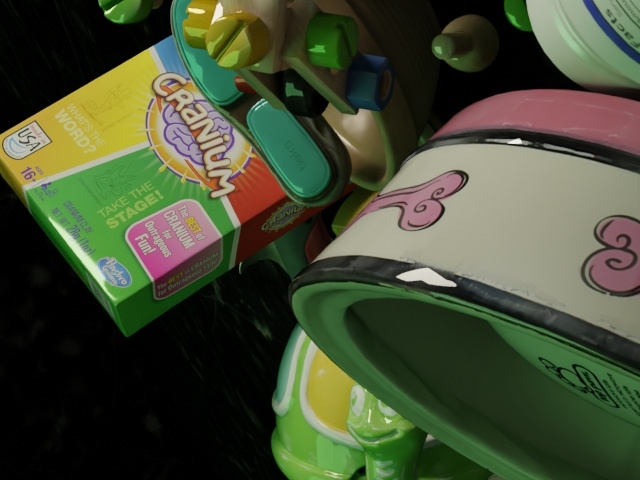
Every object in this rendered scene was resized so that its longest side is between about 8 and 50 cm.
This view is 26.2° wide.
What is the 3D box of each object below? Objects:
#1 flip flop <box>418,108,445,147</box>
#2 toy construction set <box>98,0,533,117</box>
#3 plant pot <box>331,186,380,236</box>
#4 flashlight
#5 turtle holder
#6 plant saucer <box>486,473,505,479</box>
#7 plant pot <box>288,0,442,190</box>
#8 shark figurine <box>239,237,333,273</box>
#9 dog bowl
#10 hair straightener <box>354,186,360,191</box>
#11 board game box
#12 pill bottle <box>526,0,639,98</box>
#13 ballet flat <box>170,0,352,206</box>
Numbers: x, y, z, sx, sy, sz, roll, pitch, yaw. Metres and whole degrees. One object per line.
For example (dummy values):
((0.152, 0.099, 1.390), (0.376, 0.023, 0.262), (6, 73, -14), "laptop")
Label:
((0.111, -0.006, 1.252), (0.277, 0.080, 0.112), (63, 162, -20), "flip flop")
((0.000, -0.172, 0.876), (0.309, 0.257, 0.237), (37, -161, 11), "toy construction set")
((0.062, -0.015, 1.371), (0.081, 0.083, 0.081), (61, 162, -14), "plant pot")
((0.000, 0.000, 1.547), (0.103, 0.103, 0.304), (14, 139, 44), "flashlight")
((0.053, 0.150, 1.349), (0.243, 0.320, 0.227), (9, 104, 31), "turtle holder")
((0.300, 0.350, 1.388), (0.332, 0.084, 0.332), (48, 162, 22), "plant saucer")
((0.024, -0.166, 1.133), (0.237, 0.110, 0.237), (51, 166, 17), "plant pot")
((-0.037, 0.034, 1.698), (0.166, 0.116, 0.278), (36, 152, 52), "shark figurine")
((0.194, 0.066, 0.813), (0.408, 0.150, 0.408), (27, 165, 8), "dog bowl")
((0.060, 0.017, 1.498), (0.089, 0.047, 0.230), (38, 155, 47), "hair straightener")
((-0.130, -0.085, 1.368), (0.242, 0.316, 0.064), (47, 161, 26), "board game box")
((0.195, -0.151, 0.620), (0.152, 0.152, 0.272), (56, 164, 0), "pill bottle")
((-0.049, -0.119, 1.132), (0.213, 0.072, 0.068), (55, -163, 3), "ballet flat")
